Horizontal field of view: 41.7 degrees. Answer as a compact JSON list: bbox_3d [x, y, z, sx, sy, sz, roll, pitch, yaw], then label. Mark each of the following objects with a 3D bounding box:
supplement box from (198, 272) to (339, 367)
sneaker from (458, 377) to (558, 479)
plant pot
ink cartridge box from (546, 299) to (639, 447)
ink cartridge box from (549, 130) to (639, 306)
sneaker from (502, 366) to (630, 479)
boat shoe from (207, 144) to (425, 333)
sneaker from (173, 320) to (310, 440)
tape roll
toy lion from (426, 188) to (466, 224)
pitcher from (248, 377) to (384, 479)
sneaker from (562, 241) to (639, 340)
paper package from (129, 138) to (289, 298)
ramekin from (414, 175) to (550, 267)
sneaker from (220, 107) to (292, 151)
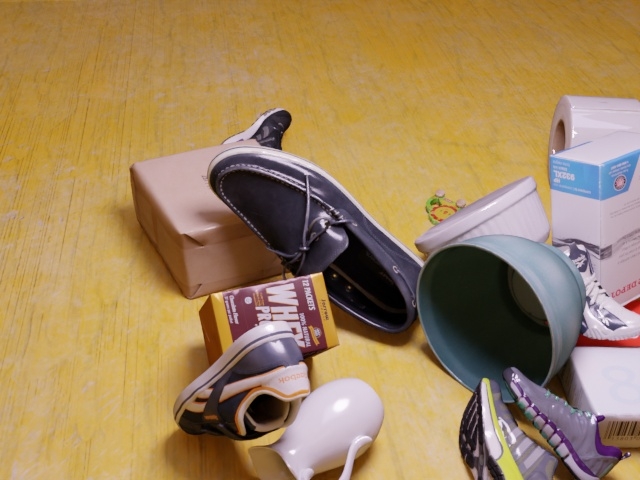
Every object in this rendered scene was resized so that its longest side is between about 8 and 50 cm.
[{"bbox_3d":[-0.095,0.151,1.460,0.194,0.191,0.129,-10,79,-17],"label":"supplement box"},{"bbox_3d":[0.302,0.342,1.332,0.121,0.111,0.300,11,36,-12],"label":"sneaker"},{"bbox_3d":[0.342,0.113,1.486,0.196,0.293,0.293,-23,42,-37],"label":"plant pot"},{"bbox_3d":[0.584,0.205,1.532,0.308,0.091,0.385,-1,36,-4],"label":"ink cartridge box"},{"bbox_3d":[0.578,-0.040,1.671,0.223,0.307,0.129,-20,24,-31],"label":"ink cartridge box"},{"bbox_3d":[0.389,0.279,1.344,0.098,0.083,0.223,-38,80,3],"label":"sneaker"},{"bbox_3d":[0.000,0.000,1.576,0.500,0.187,0.156,37,34,-9],"label":"boat shoe"},{"bbox_3d":[-0.126,0.253,1.289,0.126,0.321,0.127,-9,63,-38],"label":"sneaker"},{"bbox_3d":[0.652,-0.222,2.009,0.169,0.246,0.246,3,35,3],"label":"tape roll"},{"bbox_3d":[0.286,-0.070,1.964,0.096,0.034,0.100,-35,48,-30],"label":"toy lion"},{"bbox_3d":[0.018,0.315,1.313,0.207,0.125,0.178,-33,34,-31],"label":"pitcher"},{"bbox_3d":[0.493,0.085,1.564,0.094,0.153,0.235,-18,26,-34],"label":"sneaker"},{"bbox_3d":[-0.210,-0.061,1.811,0.310,0.168,0.325,-16,38,-23],"label":"paper package"},{"bbox_3d":[0.336,-0.011,1.700,0.273,0.127,0.273,-30,1,0],"label":"ramekin"},{"bbox_3d":[-0.138,-0.232,2.139,0.124,0.107,0.283,32,47,15],"label":"sneaker"}]
